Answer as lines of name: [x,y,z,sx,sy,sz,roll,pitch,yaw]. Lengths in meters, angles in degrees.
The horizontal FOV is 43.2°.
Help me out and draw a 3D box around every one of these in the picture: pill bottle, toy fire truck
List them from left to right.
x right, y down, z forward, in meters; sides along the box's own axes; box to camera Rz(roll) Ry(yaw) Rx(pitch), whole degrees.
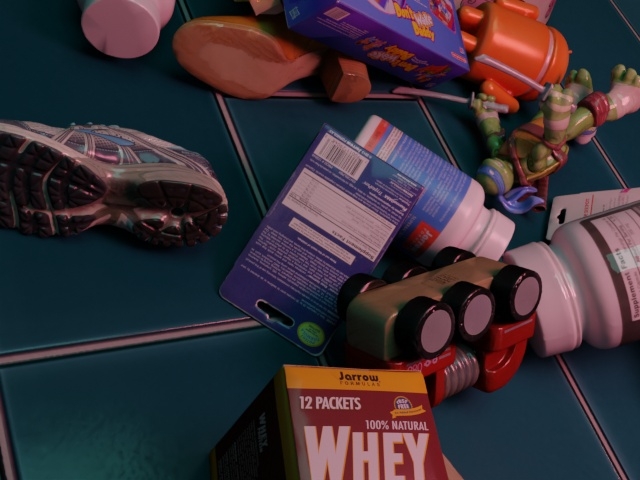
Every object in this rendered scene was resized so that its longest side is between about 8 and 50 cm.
pill bottle: [-0.240,-0.335,1.015,0.121,0.121,0.216,13,50,-20]
pill bottle: [0.122,-0.045,0.992,0.221,0.124,0.124,33,47,-2]
toy fire truck: [0.141,0.154,0.862,0.217,0.246,0.158,-15,22,-38]
pill bottle: [0.378,0.037,0.974,0.283,0.161,0.161,-18,60,2]

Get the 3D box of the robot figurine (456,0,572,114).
robot figurine: [0.297,-0.295,1.281,0.219,0.128,0.158,16,42,-16]

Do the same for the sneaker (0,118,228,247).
sneaker: [-0.241,-0.071,0.847,0.283,0.110,0.122,14,33,-23]

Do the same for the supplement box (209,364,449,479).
supplement box: [0.004,0.231,0.667,0.129,0.194,0.191,7,53,-24]

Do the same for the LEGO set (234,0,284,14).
LEGO set: [-0.066,-0.393,1.077,0.132,0.107,0.287,15,34,14]

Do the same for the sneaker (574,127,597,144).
sneaker: [0.436,-0.204,1.342,0.053,0.059,0.144,9,27,16]

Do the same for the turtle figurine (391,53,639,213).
turtle figurine: [0.301,-0.200,1.138,0.266,0.198,0.274,-28,77,-24]

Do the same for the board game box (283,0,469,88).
board game box: [0.071,-0.362,1.101,0.347,0.078,0.233,6,70,-54]

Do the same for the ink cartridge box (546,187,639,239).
ink cartridge box: [0.421,-0.018,1.143,0.061,0.181,0.104,65,34,-34]

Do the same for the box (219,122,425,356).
box: [0.000,0.000,0.898,0.136,0.036,0.225,33,82,-3]

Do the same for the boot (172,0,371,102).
boot: [-0.075,-0.293,1.103,0.295,0.104,0.211,6,48,-30]

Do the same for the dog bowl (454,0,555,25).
dog bowl: [0.283,-0.558,1.458,0.408,0.150,0.408,15,49,-19]
